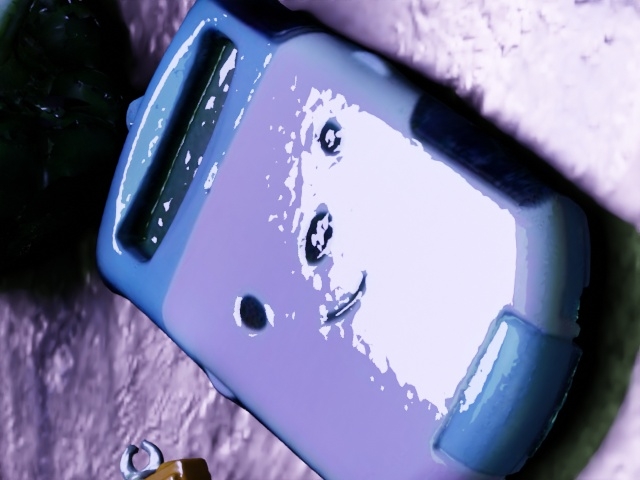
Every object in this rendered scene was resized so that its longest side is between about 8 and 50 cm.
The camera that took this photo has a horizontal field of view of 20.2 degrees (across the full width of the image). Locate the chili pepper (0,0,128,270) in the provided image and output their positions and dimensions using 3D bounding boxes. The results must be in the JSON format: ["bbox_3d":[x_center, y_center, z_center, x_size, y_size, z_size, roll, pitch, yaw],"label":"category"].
[{"bbox_3d":[-0.177,-0.075,0.899,0.261,0.165,0.174,-36,43,38],"label":"chili pepper"}]

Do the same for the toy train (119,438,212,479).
[{"bbox_3d":[-0.074,0.192,0.790,0.089,0.127,0.219,-33,64,38],"label":"toy train"}]

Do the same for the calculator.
[{"bbox_3d":[0.000,0.000,0.799,0.293,0.051,0.173,38,111,39],"label":"calculator"}]
